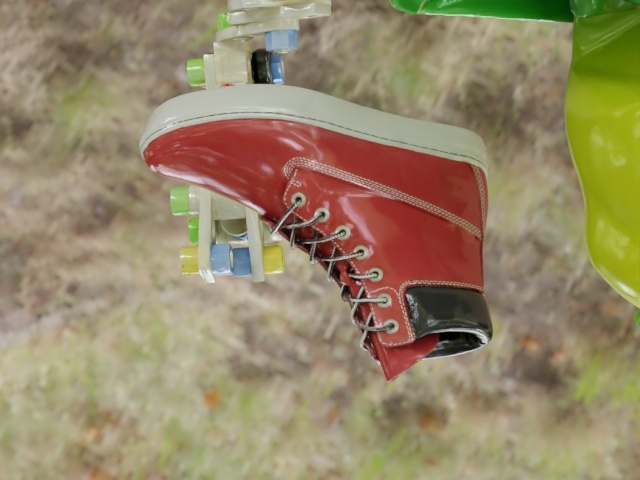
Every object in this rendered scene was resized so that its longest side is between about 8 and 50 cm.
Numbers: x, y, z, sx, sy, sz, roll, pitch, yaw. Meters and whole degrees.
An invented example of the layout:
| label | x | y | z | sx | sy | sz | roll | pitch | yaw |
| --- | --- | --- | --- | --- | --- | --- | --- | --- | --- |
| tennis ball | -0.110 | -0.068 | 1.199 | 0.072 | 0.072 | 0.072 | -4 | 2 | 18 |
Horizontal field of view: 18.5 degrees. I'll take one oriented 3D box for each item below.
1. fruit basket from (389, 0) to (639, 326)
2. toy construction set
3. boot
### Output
| label | x | y | z | sx | sy | sz | roll | pitch | yaw |
| --- | --- | --- | --- | --- | --- | --- | --- | --- | --- |
| fruit basket | 0.237 | -0.136 | 1.102 | 0.392 | 0.392 | 0.283 | 36 | 157 | -12 |
| toy construction set | -0.080 | -0.121 | 2.029 | 0.151 | 0.328 | 0.215 | 11 | -178 | 7 |
| boot | 0.000 | 0.000 | 1.281 | 0.244 | 0.176 | 0.088 | 9 | 154 | -19 |
